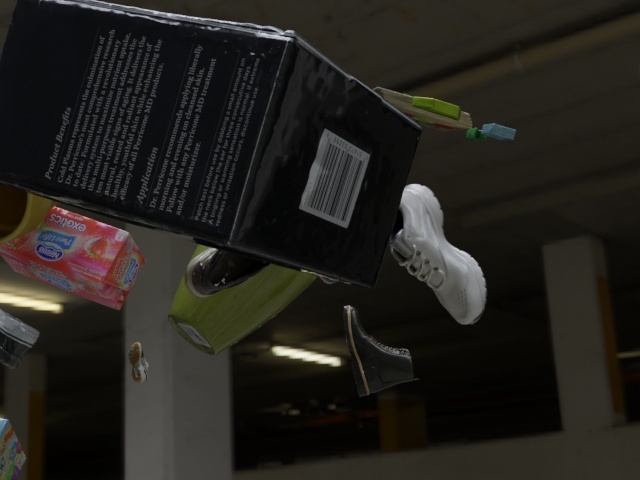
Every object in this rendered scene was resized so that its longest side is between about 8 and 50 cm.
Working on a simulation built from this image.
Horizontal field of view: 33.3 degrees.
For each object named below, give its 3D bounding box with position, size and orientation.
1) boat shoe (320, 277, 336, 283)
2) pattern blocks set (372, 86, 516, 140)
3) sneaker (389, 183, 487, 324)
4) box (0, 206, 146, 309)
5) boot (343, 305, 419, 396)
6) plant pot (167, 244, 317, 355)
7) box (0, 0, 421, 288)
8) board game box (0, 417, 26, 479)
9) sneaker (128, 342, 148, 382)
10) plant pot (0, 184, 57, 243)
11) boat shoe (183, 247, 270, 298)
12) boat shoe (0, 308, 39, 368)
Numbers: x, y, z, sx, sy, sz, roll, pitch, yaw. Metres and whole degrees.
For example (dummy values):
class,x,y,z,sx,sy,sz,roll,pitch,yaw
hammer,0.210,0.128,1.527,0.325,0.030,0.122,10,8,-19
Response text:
class,x,y,z,sx,sy,sz,roll,pitch,yaw
boat shoe,0.000,0.000,2.231,0.066,0.183,0.066,-31,-1,-23
pattern blocks set,0.161,-0.228,1.857,0.325,0.026,0.285,15,0,-24
sneaker,0.193,0.032,1.964,0.129,0.297,0.111,-10,-31,-43
box,-0.577,0.028,2.461,0.300,0.142,0.154,19,-23,16
boot,0.127,0.228,2.321,0.137,0.198,0.077,-13,-10,1
plant pot,-0.197,0.101,2.383,0.275,0.293,0.275,32,-24,16
box,-0.171,-0.143,1.637,0.472,0.297,0.480,17,-2,28
board game box,-0.693,0.386,1.905,0.275,0.144,0.142,10,-40,10
sneaker,-0.377,0.254,2.234,0.032,0.083,0.037,-7,-6,28
plant pot,-0.652,-0.139,2.300,0.254,0.254,0.239,-11,9,26
boat shoe,-0.119,0.010,1.951,0.285,0.103,0.092,-37,23,-28
boat shoe,-0.760,0.222,2.503,0.121,0.119,0.335,35,-13,-25
